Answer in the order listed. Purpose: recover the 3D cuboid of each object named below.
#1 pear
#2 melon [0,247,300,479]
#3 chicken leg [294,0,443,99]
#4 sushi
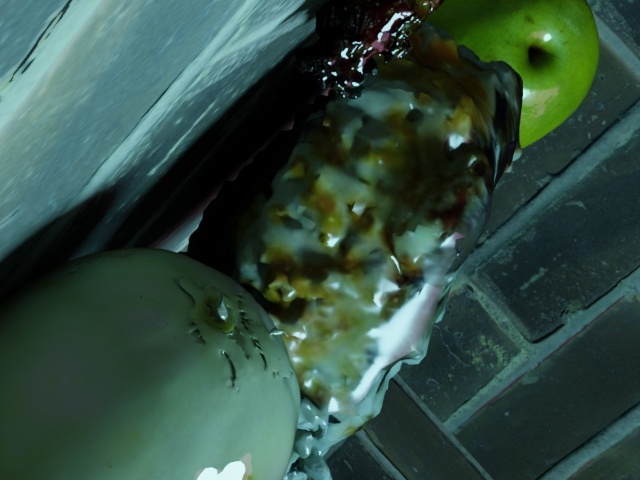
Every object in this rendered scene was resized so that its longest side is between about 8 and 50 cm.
[{"bbox_3d":[0.146,-0.166,1.569,0.180,0.166,0.216,-53,-154,-9],"label":"pear"},{"bbox_3d":[-0.150,0.135,1.136,0.317,0.223,0.223,-41,178,28],"label":"melon"},{"bbox_3d":[0.068,-0.172,1.133,0.234,0.063,0.105,-42,-178,-16],"label":"chicken leg"},{"bbox_3d":[-0.003,0.003,1.370,0.417,0.176,0.417,-54,-169,15],"label":"sushi"}]
